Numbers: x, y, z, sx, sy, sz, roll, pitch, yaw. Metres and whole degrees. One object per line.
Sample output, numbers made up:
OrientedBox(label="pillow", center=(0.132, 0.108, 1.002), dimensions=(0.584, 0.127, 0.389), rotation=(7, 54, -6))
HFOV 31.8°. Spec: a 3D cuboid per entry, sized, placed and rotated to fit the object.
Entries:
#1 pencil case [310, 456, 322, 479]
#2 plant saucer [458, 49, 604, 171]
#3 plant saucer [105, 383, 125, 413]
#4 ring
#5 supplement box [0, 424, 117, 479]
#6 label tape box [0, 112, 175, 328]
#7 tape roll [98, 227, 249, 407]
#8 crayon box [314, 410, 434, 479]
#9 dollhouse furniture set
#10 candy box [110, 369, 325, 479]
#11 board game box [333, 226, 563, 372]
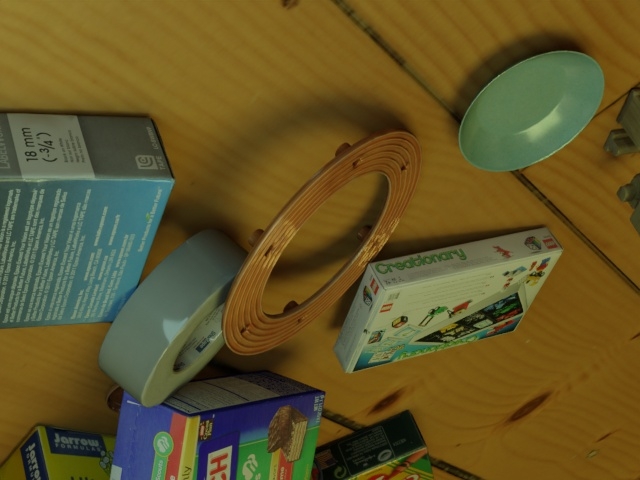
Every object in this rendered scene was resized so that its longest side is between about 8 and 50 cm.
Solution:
OrientedBox(label="pencil case", center=(-0.095, 0.464, 1.881), dimensions=(0.133, 0.119, 0.306), rotation=(-15, 143, -33))
OrientedBox(label="plant saucer", center=(0.251, -0.165, 1.370), dimensions=(0.195, 0.037, 0.195), rotation=(-15, 143, -12))
OrientedBox(label="plant saucer", center=(-0.260, 0.213, 1.569), dimensions=(0.083, 0.013, 0.083), rotation=(-15, 143, -12))
OrientedBox(label="ring", center=(0.000, 0.000, 1.343), dimensions=(0.336, 0.032, 0.337), rotation=(-41, 157, -21))
OrientedBox(label="supplement box", center=(-0.400, 0.456, 1.637), dimensions=(0.194, 0.195, 0.356), rotation=(16, 127, -41))
OrientedBox(label="label tape box", center=(-0.345, -0.015, 1.162), dimensions=(0.333, 0.106, 0.241), rotation=(-1, 139, -28))
OrientedBox(label="tape roll", center=(-0.162, 0.092, 1.335), dimensions=(0.219, 0.072, 0.219), rotation=(-48, 168, -13))
OrientedBox(label="crayon box", center=(0.100, 0.441, 1.996), dimensions=(0.202, 0.081, 0.318), rotation=(-22, 144, -4))
OrientedBox(label="dollhouse furniture set", center=(0.471, -0.102, 1.477), dimensions=(0.123, 0.151, 0.144), rotation=(-9, 143, -20))
OrientedBox(label="candy box", center=(-0.140, 0.327, 1.506), dimensions=(0.317, 0.122, 0.268), rotation=(1, 101, -57))
OrientedBox(label="board game box", center=(0.181, 0.085, 1.601), dimensions=(0.305, 0.053, 0.193), rotation=(-11, 143, -28))
